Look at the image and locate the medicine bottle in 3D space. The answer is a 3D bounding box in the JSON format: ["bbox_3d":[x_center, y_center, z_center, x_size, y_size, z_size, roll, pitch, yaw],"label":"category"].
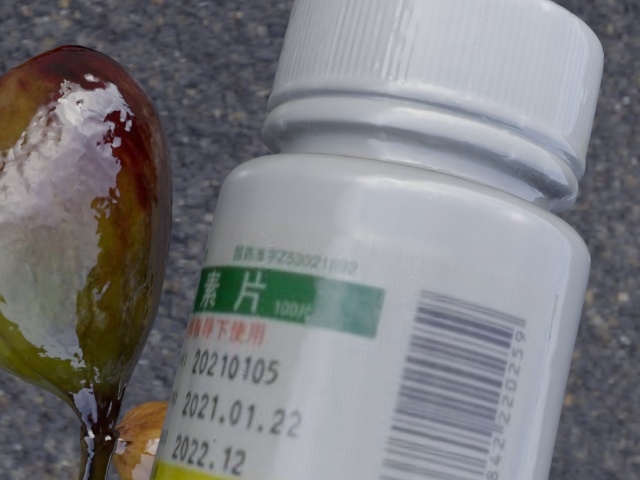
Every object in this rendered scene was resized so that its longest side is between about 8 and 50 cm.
[{"bbox_3d":[0.034,0.040,0.753,0.208,0.208,0.339,20,78,-37],"label":"medicine bottle"}]

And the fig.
[{"bbox_3d":[-0.154,0.029,0.787,0.170,0.145,0.274,-14,84,0],"label":"fig"}]

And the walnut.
[{"bbox_3d":[-0.185,0.335,2.085,0.336,0.209,0.208,23,76,-26],"label":"walnut"}]
